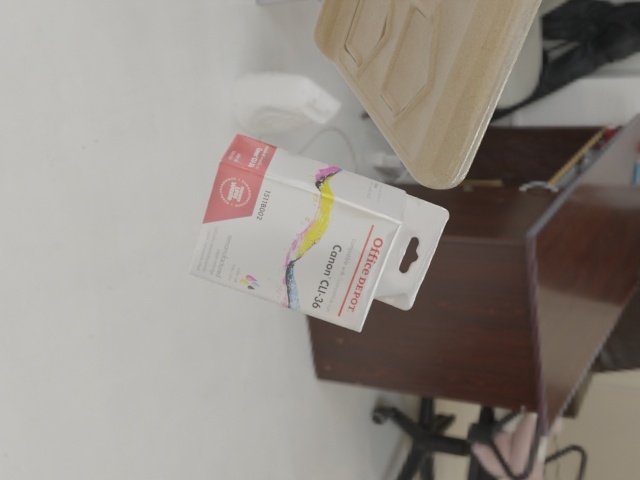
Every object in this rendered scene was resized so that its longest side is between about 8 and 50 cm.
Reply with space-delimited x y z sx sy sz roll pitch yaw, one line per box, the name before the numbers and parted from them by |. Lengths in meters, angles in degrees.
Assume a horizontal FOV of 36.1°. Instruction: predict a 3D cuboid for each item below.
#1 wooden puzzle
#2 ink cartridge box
wooden puzzle | 0.124 -0.269 1.020 0.080 0.348 0.322 3 123 -27
ink cartridge box | 0.000 0.000 0.840 0.067 0.198 0.115 -74 -178 -62
